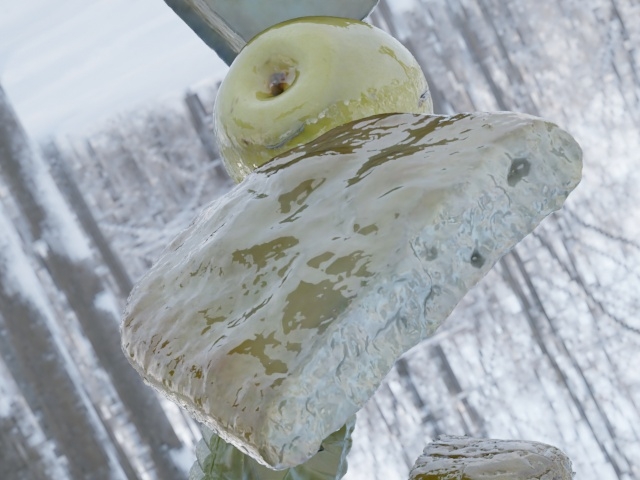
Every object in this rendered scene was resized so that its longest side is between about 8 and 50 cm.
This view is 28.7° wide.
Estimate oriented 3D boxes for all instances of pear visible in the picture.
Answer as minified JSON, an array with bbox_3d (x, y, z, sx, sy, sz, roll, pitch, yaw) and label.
[{"bbox_3d":[0.000,-0.164,1.703,0.309,0.309,0.309,-26,-171,4],"label":"pear"}]

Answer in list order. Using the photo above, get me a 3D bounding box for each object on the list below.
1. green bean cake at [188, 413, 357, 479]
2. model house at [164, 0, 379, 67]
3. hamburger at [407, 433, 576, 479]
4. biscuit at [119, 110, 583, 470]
[{"bbox_3d":[-0.074,0.337,1.995,0.236,0.232,0.124,13,-174,-12],"label":"green bean cake"},{"bbox_3d":[-0.057,-0.508,2.199,0.445,0.395,0.400,-48,180,-7],"label":"model house"},{"bbox_3d":[0.244,0.354,1.748,0.211,0.132,0.309,-3,-172,27],"label":"hamburger"},{"bbox_3d":[-0.001,-0.001,1.212,0.429,0.104,0.446,-41,-153,-17],"label":"biscuit"}]
